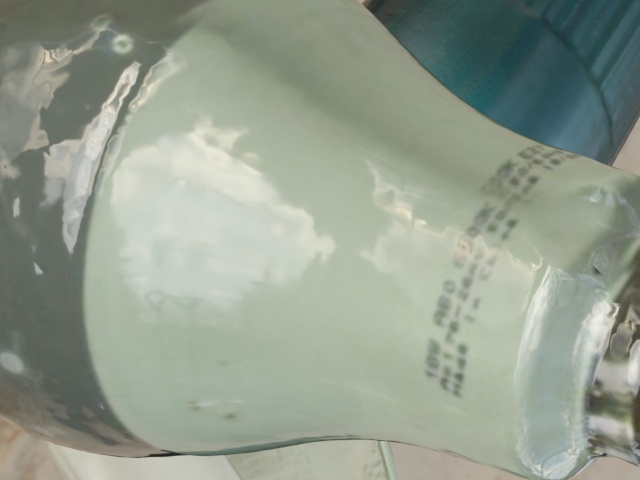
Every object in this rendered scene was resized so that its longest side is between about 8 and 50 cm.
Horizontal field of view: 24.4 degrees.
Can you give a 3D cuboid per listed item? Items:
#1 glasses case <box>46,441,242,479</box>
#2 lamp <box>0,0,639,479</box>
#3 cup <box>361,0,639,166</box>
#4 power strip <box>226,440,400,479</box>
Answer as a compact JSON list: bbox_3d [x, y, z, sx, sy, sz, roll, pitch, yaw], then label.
[{"bbox_3d":[-0.071,0.156,0.787,0.081,0.204,0.051,-29,169,-21],"label":"glasses case"},{"bbox_3d":[-0.017,0.006,0.443,0.182,0.314,0.182,-18,122,-31],"label":"lamp"},{"bbox_3d":[0.142,-0.090,1.156,0.308,0.242,0.292,46,52,-13],"label":"cup"},{"bbox_3d":[-0.018,0.121,0.984,0.118,0.270,0.046,-15,147,0],"label":"power strip"}]
